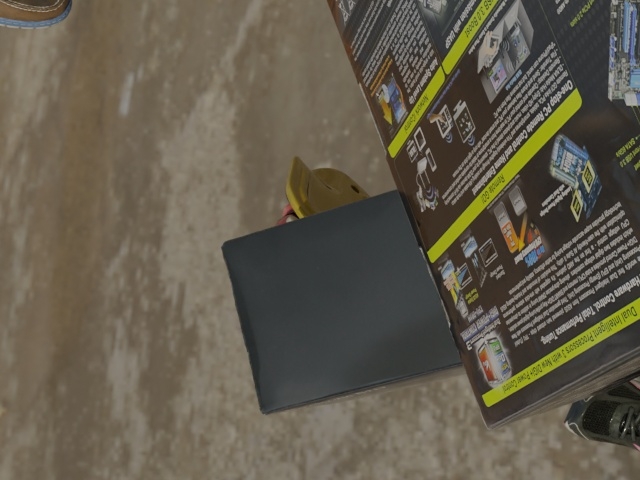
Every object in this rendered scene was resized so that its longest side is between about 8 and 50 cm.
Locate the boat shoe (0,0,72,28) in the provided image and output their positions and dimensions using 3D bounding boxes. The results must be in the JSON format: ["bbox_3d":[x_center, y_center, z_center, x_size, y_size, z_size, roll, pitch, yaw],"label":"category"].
[{"bbox_3d":[-0.322,-0.255,1.173,0.066,0.183,0.066,116,172,-65],"label":"boat shoe"}]

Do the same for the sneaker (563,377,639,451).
[{"bbox_3d":[0.315,0.171,1.166,0.077,0.178,0.072,-144,66,-64],"label":"sneaker"}]

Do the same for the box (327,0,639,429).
[{"bbox_3d":[0.087,-0.066,0.429,0.270,0.060,0.216,121,131,-68],"label":"box"}]

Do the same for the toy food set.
[{"bbox_3d":[0.000,0.000,1.190,0.071,0.128,0.218,-48,13,21],"label":"toy food set"}]

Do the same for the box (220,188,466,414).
[{"bbox_3d":[0.105,0.016,0.697,0.261,0.184,0.103,-16,79,18],"label":"box"}]
